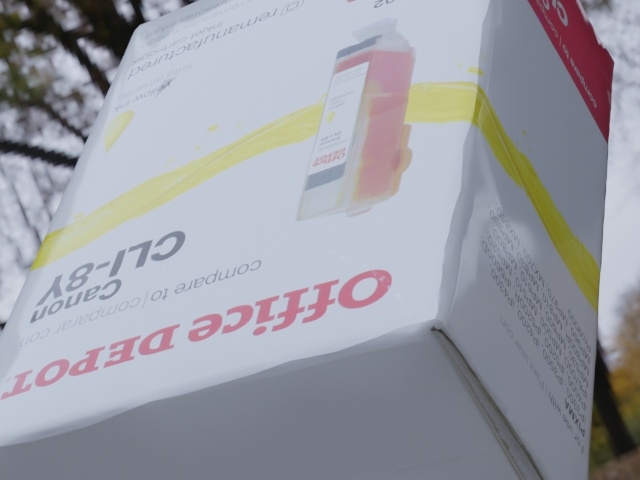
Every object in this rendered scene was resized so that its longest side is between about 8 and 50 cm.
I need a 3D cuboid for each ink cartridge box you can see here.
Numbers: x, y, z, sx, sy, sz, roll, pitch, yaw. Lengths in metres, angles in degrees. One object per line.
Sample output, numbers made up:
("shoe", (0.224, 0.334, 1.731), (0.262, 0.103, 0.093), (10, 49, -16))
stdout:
("ink cartridge box", (0.000, 0.000, 0.874), (0.279, 0.385, 0.160), (-18, -54, 25))
